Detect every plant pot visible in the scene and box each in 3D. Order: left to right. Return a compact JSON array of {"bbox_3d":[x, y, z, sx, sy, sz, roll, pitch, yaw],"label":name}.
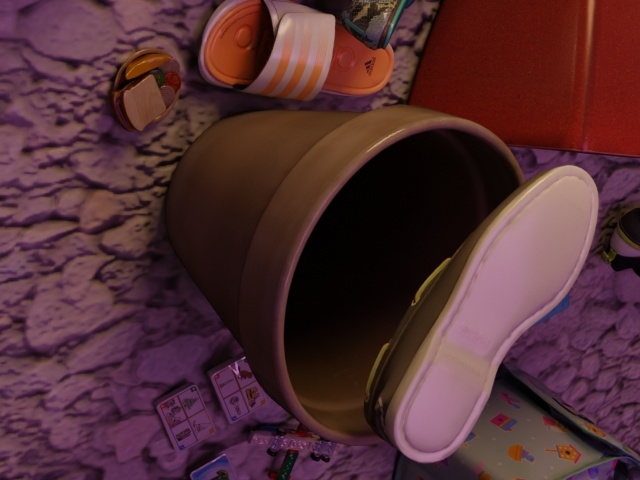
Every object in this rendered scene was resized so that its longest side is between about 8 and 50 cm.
[{"bbox_3d":[0.000,0.000,1.378,0.323,0.280,0.323,-18,120,-35],"label":"plant pot"},{"bbox_3d":[0.281,-0.216,1.559,0.267,0.267,0.235,2,96,-42],"label":"plant pot"}]

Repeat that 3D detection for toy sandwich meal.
[{"bbox_3d":[-0.165,-0.144,1.341,0.085,0.029,0.085,-19,121,-34],"label":"toy sandwich meal"}]

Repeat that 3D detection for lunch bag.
[{"bbox_3d":[0.265,0.274,1.780,0.262,0.223,0.160,-17,128,-35],"label":"lunch bag"}]

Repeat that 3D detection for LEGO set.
[{"bbox_3d":[-0.077,0.221,1.596,0.182,0.060,0.244,-29,126,-14],"label":"LEGO set"}]

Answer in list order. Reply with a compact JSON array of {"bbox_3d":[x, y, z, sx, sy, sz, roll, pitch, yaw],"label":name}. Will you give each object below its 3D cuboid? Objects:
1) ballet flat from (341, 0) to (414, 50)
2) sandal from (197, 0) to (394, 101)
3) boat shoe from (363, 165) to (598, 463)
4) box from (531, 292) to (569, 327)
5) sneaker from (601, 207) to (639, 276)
[{"bbox_3d":[0.071,-0.266,1.457,0.188,0.070,0.070,-58,146,-51],"label":"ballet flat"},{"bbox_3d":[-0.003,-0.192,1.429,0.265,0.076,0.102,1,109,-42],"label":"sandal"},{"bbox_3d":[0.142,0.057,1.271,0.109,0.091,0.305,37,83,-26],"label":"boat shoe"},{"bbox_3d":[0.189,0.086,1.712,0.244,0.100,0.060,-24,125,-31],"label":"box"},{"bbox_3d":[0.474,0.005,1.962,0.235,0.084,0.097,3,131,-41],"label":"sneaker"}]
